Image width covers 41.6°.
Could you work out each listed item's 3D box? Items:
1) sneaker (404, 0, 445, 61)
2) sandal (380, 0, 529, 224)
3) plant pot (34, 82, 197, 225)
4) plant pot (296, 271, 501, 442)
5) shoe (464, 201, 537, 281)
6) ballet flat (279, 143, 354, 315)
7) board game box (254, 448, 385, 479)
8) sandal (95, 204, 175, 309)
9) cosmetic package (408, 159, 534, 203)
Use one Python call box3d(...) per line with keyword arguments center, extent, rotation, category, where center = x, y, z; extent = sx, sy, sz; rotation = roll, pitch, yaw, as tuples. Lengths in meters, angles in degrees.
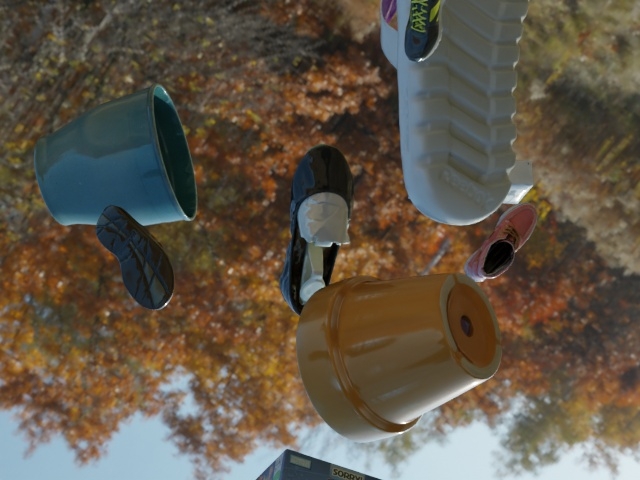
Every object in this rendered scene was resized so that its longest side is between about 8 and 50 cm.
box3d(center=(0.080, -0.183, 0.662), extent=(0.031, 0.083, 0.035), rotation=(20, -169, 30), category="sneaker")
box3d(center=(0.124, -0.223, 0.859), extent=(0.169, 0.417, 0.102), rotation=(11, 172, -29), category="sandal")
box3d(center=(-0.402, -0.143, 1.647), extent=(0.271, 0.255, 0.272), rotation=(-13, -90, -86), category="plant pot")
box3d(center=(0.107, 0.127, 1.024), extent=(0.205, 0.187, 0.205), rotation=(26, -127, -41), category="plant pot")
box3d(center=(0.327, 0.001, 1.467), extent=(0.063, 0.178, 0.081), rotation=(45, 170, -4), category="shoe")
box3d(center=(0.000, 0.000, 1.230), extent=(0.095, 0.281, 0.096), rotation=(0, -144, -12), category="ballet flat")
box3d(center=(0.038, 0.222, 0.621), extent=(0.201, 0.136, 0.035), rotation=(22, -132, -15), category="board game box")
box3d(center=(-0.296, 0.026, 1.385), extent=(0.219, 0.090, 0.060), rotation=(43, -170, 33), category="sandal")
box3d(center=(0.304, -0.123, 1.723), extent=(0.238, 0.061, 0.099), rotation=(2, 156, -7), category="cosmetic package")
